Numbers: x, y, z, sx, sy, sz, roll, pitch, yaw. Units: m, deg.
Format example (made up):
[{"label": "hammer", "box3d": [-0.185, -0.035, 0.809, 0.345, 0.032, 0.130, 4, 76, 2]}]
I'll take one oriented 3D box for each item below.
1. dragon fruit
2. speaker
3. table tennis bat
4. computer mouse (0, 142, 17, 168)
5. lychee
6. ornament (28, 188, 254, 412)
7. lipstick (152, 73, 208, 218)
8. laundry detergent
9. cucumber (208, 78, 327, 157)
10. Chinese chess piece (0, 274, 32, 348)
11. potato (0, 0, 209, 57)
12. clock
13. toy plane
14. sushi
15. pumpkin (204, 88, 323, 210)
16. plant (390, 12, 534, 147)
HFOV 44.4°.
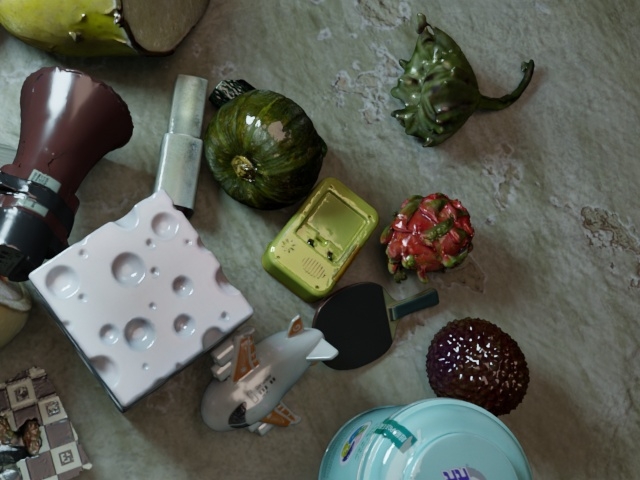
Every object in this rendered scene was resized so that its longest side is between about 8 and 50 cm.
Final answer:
[{"label": "dragon fruit", "box3d": [0.193, 0.002, 1.462, 0.171, 0.160, 0.167, -17, 113, -16]}, {"label": "speaker", "box3d": [-0.456, -0.129, 1.209, 0.259, 0.198, 0.330, 56, 34, -36]}, {"label": "table tennis bat", "box3d": [0.104, 0.142, 1.438, 0.274, 0.021, 0.154, -18, 104, -26]}, {"label": "computer mouse", "box3d": [-0.620, -0.109, 1.300, 0.236, 0.082, 0.145, 6, 74, -12]}, {"label": "lychee", "box3d": [0.283, 0.230, 1.404, 0.188, 0.188, 0.188, 4, 75, -14]}, {"label": "ornament", "box3d": [-0.283, 0.105, 1.250, 0.239, 0.239, 0.240, -36, 87, -20]}, {"label": "lipstick", "box3d": [-0.249, -0.171, 1.416, 0.077, 0.079, 0.253, 10, 74, -13]}, {"label": "laundry detergent", "box3d": [0.168, 0.402, 1.258, 0.287, 0.305, 0.287, 4, 74, -15]}, {"label": "cucumber", "box3d": [-0.093, -0.222, 1.478, 0.241, 0.074, 0.074, 33, 70, -8]}, {"label": "Chinese chess piece", "box3d": [-0.560, 0.055, 1.173, 0.112, 0.270, 0.270, -43, 90, -3]}, {"label": "potato", "box3d": [-0.394, -0.486, 1.389, 0.295, 0.290, 0.397, 6, 51, 15]}, {"label": "clock", "box3d": [0.000, 0.000, 1.431, 0.143, 0.096, 0.202, 39, 71, -5]}, {"label": "toy plane", "box3d": [-0.089, 0.229, 1.300, 0.244, 0.117, 0.245, -20, 124, -32]}, {"label": "sushi", "box3d": [-0.496, 0.328, 1.241, 0.210, 0.040, 0.193, -27, 77, -17]}, {"label": "pumpkin", "box3d": [-0.099, -0.158, 1.380, 0.223, 0.224, 0.157, 43, 43, -1]}, {"label": "plant", "box3d": [0.313, -0.295, 1.561, 0.333, 0.180, 0.251, 6, 85, -17]}]
